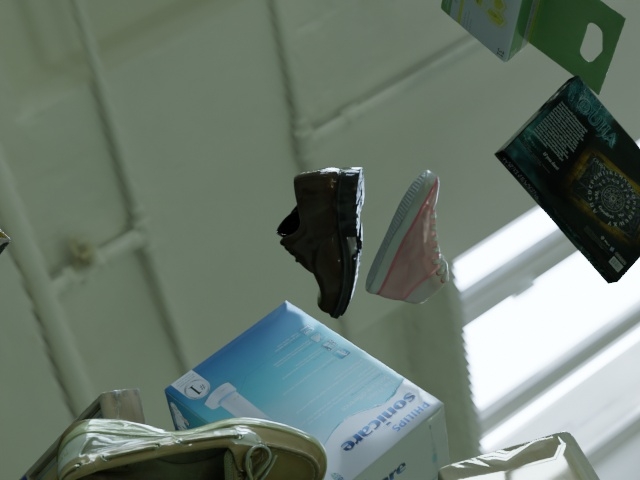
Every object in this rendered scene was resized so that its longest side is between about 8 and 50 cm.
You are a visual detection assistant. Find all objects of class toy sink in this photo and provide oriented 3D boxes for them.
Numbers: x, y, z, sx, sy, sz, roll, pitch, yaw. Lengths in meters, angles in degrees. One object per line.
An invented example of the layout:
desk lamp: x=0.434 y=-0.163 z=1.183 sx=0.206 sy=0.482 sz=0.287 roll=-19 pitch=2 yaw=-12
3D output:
toy sink: x=0.181 y=0.306 z=1.258 sx=0.153 sy=0.131 sz=0.234 roll=-116 pitch=-166 yaw=-50

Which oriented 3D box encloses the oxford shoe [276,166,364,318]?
oxford shoe: x=0.000 y=0.000 z=1.705 sx=0.083 sy=0.096 sz=0.227 roll=-80 pitch=172 yaw=-45

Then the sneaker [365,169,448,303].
sneaker: x=0.099 y=0.001 z=1.421 sx=0.051 sy=0.070 sz=0.134 roll=-86 pitch=-161 yaw=-68

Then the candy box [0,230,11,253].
candy box: x=-0.375 y=0.040 z=1.157 sx=0.159 sy=0.233 sz=0.071 roll=42 pitch=-26 yaw=-17

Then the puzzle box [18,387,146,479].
puzzle box: x=-0.288 y=0.376 z=1.853 sx=0.409 sy=0.052 sz=0.272 roll=-45 pitch=-127 yaw=53

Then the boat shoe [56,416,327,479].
boat shoe: x=-0.070 y=0.130 z=0.835 sx=0.048 sy=0.153 sz=0.056 roll=-113 pitch=-147 yaw=-66

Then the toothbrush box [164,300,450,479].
toothbrush box: x=-0.016 y=0.236 z=1.880 sx=0.295 sy=0.216 sz=0.126 roll=29 pitch=-36 yaw=38

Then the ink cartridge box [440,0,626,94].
ink cartridge box: x=0.258 y=-0.284 z=1.869 sx=0.235 sy=0.056 sz=0.171 roll=44 pitch=-21 yaw=19

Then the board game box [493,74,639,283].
board game box: x=0.286 y=-0.064 z=1.574 sx=0.186 sy=0.126 sz=0.026 roll=48 pitch=-19 yaw=-7
